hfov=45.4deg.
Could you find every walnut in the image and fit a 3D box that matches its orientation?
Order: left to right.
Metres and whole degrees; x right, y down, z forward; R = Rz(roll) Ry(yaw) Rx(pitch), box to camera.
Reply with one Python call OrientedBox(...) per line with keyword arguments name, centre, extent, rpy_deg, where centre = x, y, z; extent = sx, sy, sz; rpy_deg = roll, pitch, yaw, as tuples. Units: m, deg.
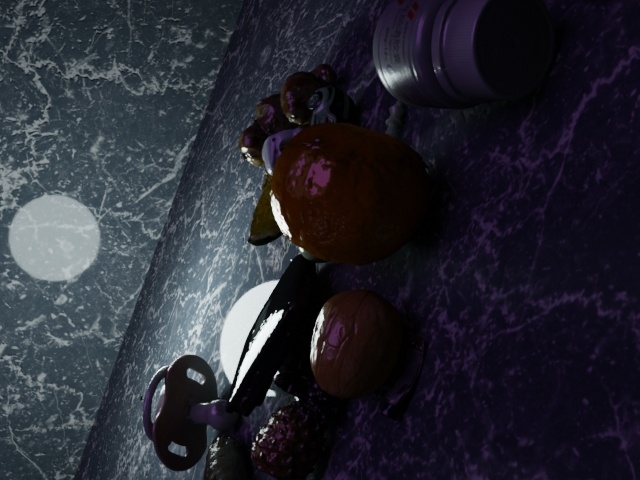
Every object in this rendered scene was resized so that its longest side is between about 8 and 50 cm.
OrientedBox(name="walnut", centre=(0.072, 0.208, 1.536), extent=(0.193, 0.193, 0.226), rpy_deg=(10, 80, 65))

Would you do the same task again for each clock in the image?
OrientedBox(name="clock", centre=(-0.058, -0.162, 2.135), extent=(0.189, 0.189, 0.254), rpy_deg=(-38, 55, 49))

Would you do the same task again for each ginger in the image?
OrientedBox(name="ginger", centre=(-0.089, -0.391, 2.330), extent=(0.375, 0.176, 0.256), rpy_deg=(-39, 15, 31))

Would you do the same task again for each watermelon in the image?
OrientedBox(name="watermelon", centre=(-0.136, -0.101, 2.256), extent=(0.123, 0.129, 0.301), rpy_deg=(-31, 39, 52))

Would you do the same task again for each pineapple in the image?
OrientedBox(name="pineapple", centre=(-0.026, 0.395, 1.674), extent=(0.279, 0.158, 0.158), rpy_deg=(-53, 27, 5))

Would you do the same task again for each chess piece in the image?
OrientedBox(name="chess piece", centre=(0.177, -0.280, 1.849), extent=(0.059, 0.059, 0.149), rpy_deg=(-22, 47, 58))

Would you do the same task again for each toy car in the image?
OrientedBox(name="toy car", centre=(0.038, -0.279, 2.041), extent=(0.125, 0.136, 0.306), rpy_deg=(-12, 59, 46))

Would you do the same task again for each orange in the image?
OrientedBox(name="orange", centre=(0.057, -0.092, 1.628), extent=(0.340, 0.340, 0.293), rpy_deg=(-131, 52, -62))

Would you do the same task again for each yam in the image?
OrientedBox(name="yam", centre=(-0.238, 0.626, 1.930), extent=(0.133, 0.133, 0.330), rpy_deg=(-59, 23, 23))

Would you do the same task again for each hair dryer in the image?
OrientedBox(name="hair dryer", centre=(-0.062, 0.302, 1.753), extent=(0.124, 0.071, 0.219), rpy_deg=(-70, -18, 3))

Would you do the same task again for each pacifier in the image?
OrientedBox(name="pacifier", centre=(-0.367, 0.490, 2.191), extent=(0.220, 0.273, 0.332), rpy_deg=(104, 177, -64))

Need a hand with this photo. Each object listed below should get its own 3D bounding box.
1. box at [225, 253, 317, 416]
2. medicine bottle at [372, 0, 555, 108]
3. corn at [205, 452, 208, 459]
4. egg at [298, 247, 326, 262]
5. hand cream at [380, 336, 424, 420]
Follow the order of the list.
OrientedBox(name="box", centre=(-0.115, 0.231, 1.904), extent=(0.359, 0.091, 0.350), rpy_deg=(-61, 7, 19))
OrientedBox(name="medicine bottle", centre=(0.274, -0.379, 1.494), extent=(0.306, 0.245, 0.245), rpy_deg=(19, 89, 58))
OrientedBox(name="corn", centre=(-0.299, 0.616, 2.163), extent=(0.092, 0.037, 0.037), rpy_deg=(-27, 48, 61))
OrientedBox(name="egg", centre=(0.000, 0.000, 1.920), extent=(0.152, 0.114, 0.114), rpy_deg=(-23, 52, 62))
OrientedBox(name="hand cream", centre=(0.162, 0.269, 1.489), extent=(0.062, 0.039, 0.163), rpy_deg=(3, 68, 66))
